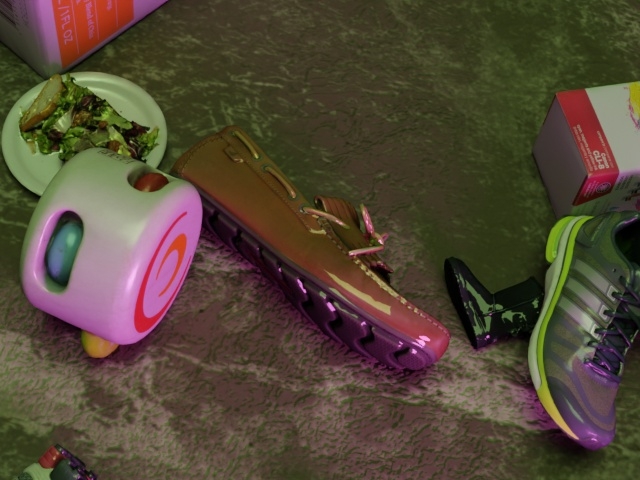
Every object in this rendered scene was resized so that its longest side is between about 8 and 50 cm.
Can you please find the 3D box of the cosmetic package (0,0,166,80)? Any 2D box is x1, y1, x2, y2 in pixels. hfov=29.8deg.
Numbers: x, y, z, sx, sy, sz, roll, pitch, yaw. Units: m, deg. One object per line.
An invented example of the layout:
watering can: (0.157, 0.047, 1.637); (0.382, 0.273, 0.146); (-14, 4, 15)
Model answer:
cosmetic package: (-0.236, -0.434, 1.543); (0.161, 0.230, 0.453); (40, 64, 17)

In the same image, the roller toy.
roller toy: (-0.228, 0.001, 1.298); (0.146, 0.191, 0.209); (23, 60, 10)

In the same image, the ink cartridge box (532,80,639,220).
ink cartridge box: (0.369, -0.105, 1.455); (0.176, 0.128, 0.127); (-9, 60, -10)

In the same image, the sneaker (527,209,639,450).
sneaker: (0.309, 0.084, 1.318); (0.111, 0.121, 0.300); (30, 54, -30)

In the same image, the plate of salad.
plate of salad: (-0.286, -0.132, 1.458); (0.200, 0.048, 0.199); (3, 58, -4)

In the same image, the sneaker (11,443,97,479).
sneaker: (-0.207, 0.341, 1.148); (0.112, 0.121, 0.299); (-39, 62, -6)

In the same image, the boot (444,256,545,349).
boot: (0.206, 0.064, 1.386); (0.099, 0.045, 0.121); (-16, 69, -12)

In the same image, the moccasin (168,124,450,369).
moccasin: (0.000, 0.002, 1.363); (0.380, 0.139, 0.147); (38, 71, 27)
